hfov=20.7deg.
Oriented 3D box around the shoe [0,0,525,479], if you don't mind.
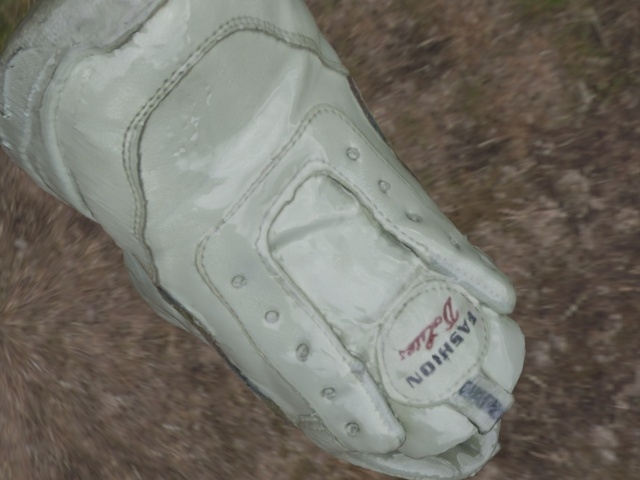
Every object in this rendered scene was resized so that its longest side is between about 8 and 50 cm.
[{"bbox_3d":[0.000,0.000,0.736,0.210,0.342,0.132,37,78,23],"label":"shoe"}]
